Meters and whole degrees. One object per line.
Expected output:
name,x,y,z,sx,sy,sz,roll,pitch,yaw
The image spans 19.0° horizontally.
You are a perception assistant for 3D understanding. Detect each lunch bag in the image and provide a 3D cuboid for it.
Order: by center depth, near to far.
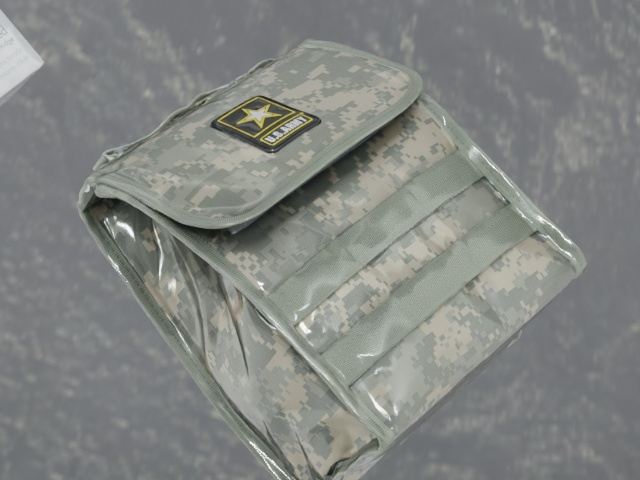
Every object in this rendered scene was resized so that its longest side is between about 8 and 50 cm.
lunch bag,0.000,0.000,1.341,0.287,0.235,0.169,47,145,9

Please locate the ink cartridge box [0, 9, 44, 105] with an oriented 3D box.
ink cartridge box,-0.229,-0.114,0.879,0.180,0.104,0.060,50,142,-7
